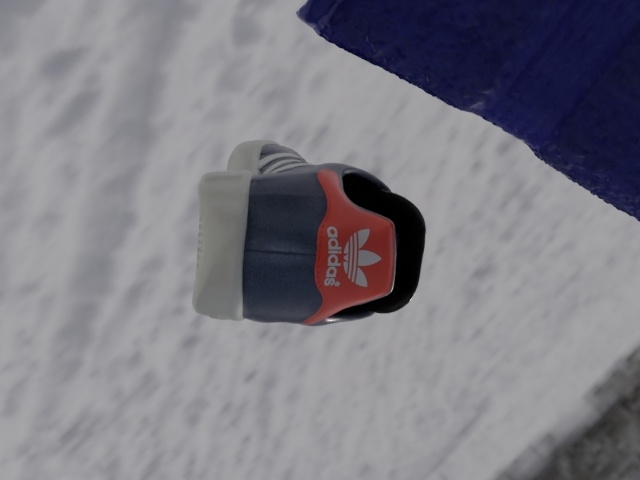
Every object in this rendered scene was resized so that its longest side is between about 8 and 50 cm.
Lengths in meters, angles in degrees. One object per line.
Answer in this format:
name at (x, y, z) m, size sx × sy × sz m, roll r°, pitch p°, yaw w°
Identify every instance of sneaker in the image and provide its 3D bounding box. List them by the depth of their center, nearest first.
sneaker at (0.000, 0.000, 1.214) m, size 0.350 × 0.148 × 0.131 m, roll -74°, pitch 167°, yaw -81°

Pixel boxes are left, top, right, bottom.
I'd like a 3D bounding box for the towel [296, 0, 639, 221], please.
towel at (0.170, -0.133, 0.871) m, size 0.227 × 0.308 × 0.076 m, roll -54°, pitch -171°, yaw 34°
